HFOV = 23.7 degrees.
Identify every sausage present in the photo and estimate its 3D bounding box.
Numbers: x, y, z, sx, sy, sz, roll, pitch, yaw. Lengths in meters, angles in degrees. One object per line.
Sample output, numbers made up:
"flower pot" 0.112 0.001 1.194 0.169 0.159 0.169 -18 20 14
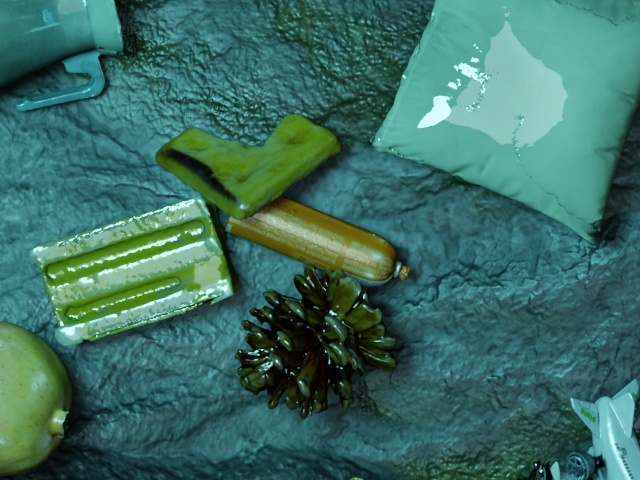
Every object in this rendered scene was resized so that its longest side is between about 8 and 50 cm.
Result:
"sausage" 0.000 0.000 1.898 0.234 0.071 0.071 23 92 0

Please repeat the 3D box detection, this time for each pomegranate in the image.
"pomegranate" -0.390 0.195 1.857 0.191 0.191 0.191 0 92 1

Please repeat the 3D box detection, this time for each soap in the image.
"soap" -0.229 0.037 1.900 0.233 0.076 0.135 -18 92 2

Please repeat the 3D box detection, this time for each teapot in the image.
"teapot" -0.357 -0.255 1.862 0.225 0.171 0.203 -12 123 -6

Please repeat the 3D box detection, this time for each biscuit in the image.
"biscuit" -0.086 -0.110 1.890 0.183 0.039 0.174 -34 49 -23

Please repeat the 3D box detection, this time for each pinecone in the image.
"pinecone" -0.010 0.128 1.862 0.195 0.150 0.179 -28 101 6

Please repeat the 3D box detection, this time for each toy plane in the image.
"toy plane" 0.380 0.304 1.866 0.251 0.101 0.255 -10 80 -34

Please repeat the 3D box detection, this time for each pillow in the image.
"pillow" 0.252 -0.194 1.866 0.312 0.119 0.310 21 88 0

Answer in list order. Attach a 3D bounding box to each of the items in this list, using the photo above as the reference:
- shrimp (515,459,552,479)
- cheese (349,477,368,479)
"shrimp" 0.297 0.421 1.910 0.178 0.075 0.289 12 91 -8
"cheese" 0.039 0.415 1.914 0.156 0.064 0.250 12 101 1
